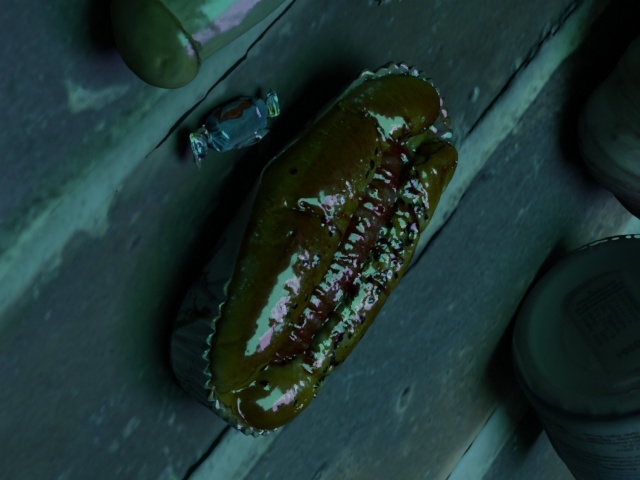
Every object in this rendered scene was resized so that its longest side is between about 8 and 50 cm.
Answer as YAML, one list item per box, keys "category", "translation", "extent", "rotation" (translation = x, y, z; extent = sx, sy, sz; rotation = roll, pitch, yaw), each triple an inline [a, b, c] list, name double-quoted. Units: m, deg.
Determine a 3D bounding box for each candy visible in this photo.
- category: "candy"
  translation: [-0.051, -0.066, 1.128]
  extent: [0.083, 0.020, 0.030]
  rotation: [-31, 129, -47]

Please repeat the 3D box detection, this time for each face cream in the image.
- category: "face cream"
  translation: [0.253, 0.106, 1.503]
  extent: [0.177, 0.177, 0.153]
  rotation: [-57, 142, -22]

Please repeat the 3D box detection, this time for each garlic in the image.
- category: "garlic"
  translation: [0.357, -0.088, 1.486]
  extent: [0.245, 0.253, 0.245]
  rotation: [-41, 156, -23]

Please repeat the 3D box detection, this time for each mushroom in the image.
- category: "mushroom"
  translation: [-0.022, -0.200, 1.042]
  extent: [0.118, 0.103, 0.270]
  rotation: [27, 87, -57]

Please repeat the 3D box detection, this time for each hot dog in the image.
- category: "hot dog"
  translation: [0.000, 0.000, 1.183]
  extent: [0.268, 0.075, 0.144]
  rotation: [-56, 143, -21]

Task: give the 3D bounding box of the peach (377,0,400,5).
- category: "peach"
  translation: [0.043, -0.196, 1.171]
  extent: [0.098, 0.061, 0.098]
  rotation: [-33, 149, -23]
